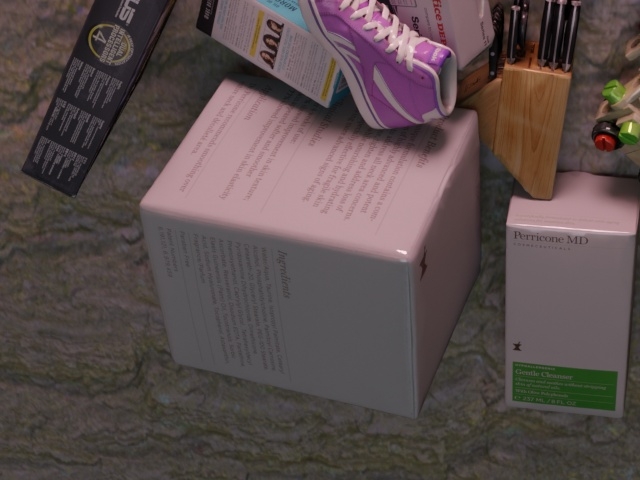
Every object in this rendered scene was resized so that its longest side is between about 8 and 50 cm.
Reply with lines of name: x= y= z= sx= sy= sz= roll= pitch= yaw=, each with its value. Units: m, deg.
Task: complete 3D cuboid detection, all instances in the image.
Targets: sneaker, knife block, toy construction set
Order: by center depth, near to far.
sneaker: x=0.089 y=-0.273 z=1.812 sx=0.161 sy=0.102 sz=0.282 roll=-2 pitch=134 yaw=43
toy construction set: x=0.511 y=-0.160 z=1.919 sx=0.327 sy=0.151 sz=0.215 roll=50 pitch=146 yaw=-14
knife block: x=0.323 y=-0.220 z=1.957 sx=0.242 sy=0.088 sz=0.275 roll=-32 pitch=112 yaw=33

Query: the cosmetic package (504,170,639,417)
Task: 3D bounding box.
cosmetic package: x=0.386 y=0.083 z=2.132 sx=0.197 sy=0.155 sz=0.365 roll=4 pitch=128 yaw=14

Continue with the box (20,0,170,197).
box: x=-0.266 y=-0.298 z=1.900 sx=0.097 sy=0.318 sz=0.395 roll=27 pitch=127 yaw=-7

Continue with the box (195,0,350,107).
box: x=-0.059 y=-0.294 z=1.955 sx=0.244 sy=0.060 sz=0.100 roll=34 pitch=133 yaw=18

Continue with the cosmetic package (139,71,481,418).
cosmetic package: x=0.000 y=0.000 z=1.999 sx=0.394 sy=0.329 sz=0.327 roll=12 pitch=135 yaw=18

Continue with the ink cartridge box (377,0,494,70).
ink cartridge box: x=0.119 y=-0.324 z=1.882 sx=0.208 sy=0.087 sz=0.153 roll=13 pitch=132 yaw=37
